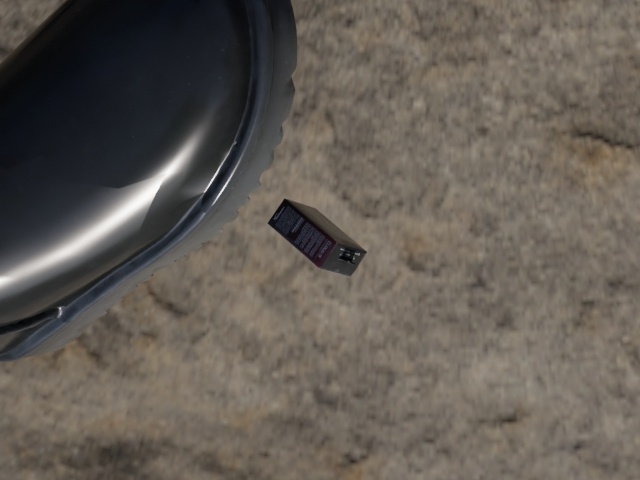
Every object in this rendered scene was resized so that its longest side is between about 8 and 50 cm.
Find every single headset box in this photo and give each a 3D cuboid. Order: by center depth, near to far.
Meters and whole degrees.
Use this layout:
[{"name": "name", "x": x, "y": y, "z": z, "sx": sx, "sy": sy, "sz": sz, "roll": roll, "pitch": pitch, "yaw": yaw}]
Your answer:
[{"name": "headset box", "x": 0.000, "y": 0.000, "z": 1.530, "sx": 0.083, "sy": 0.062, "sz": 0.032, "roll": 40, "pitch": 102, "yaw": 29}]

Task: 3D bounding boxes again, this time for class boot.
[{"name": "boot", "x": -0.263, "y": -0.010, "z": 0.795, "sx": 0.367, "sy": 0.445, "sz": 0.146, "roll": -49, "pitch": 63, "yaw": 39}]
